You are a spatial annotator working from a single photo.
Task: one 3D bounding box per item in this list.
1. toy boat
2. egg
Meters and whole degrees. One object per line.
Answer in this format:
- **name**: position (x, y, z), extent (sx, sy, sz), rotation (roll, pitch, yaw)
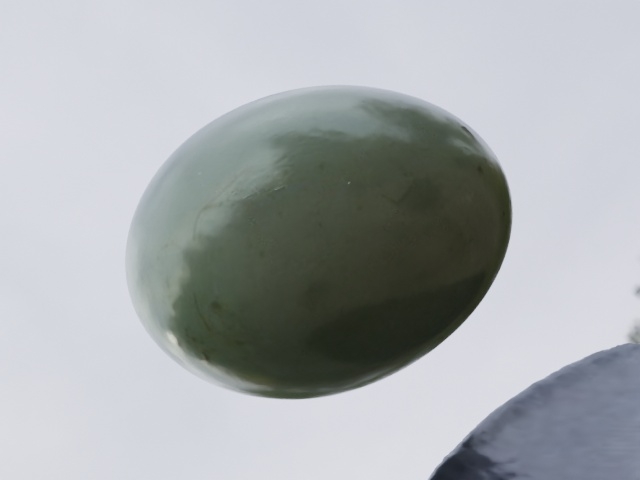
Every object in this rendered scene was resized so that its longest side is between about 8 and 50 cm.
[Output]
- **toy boat**: position (0.112, 0.137, 0.634), extent (0.283, 0.127, 0.078), rotation (-39, -58, -50)
- **egg**: position (0.000, 0.000, 0.669), extent (0.192, 0.149, 0.149), rotation (-14, -51, -5)
